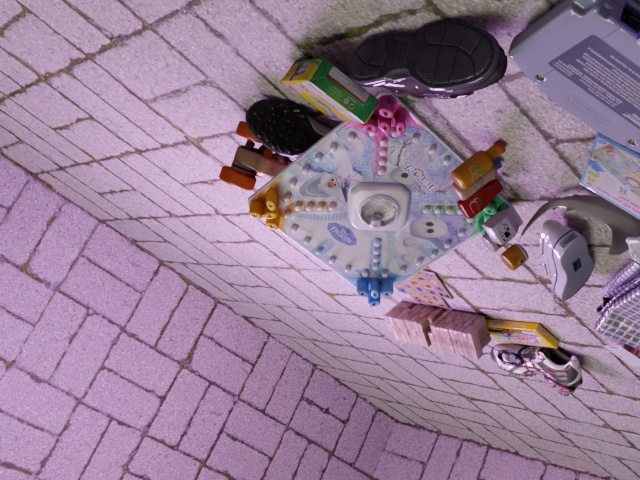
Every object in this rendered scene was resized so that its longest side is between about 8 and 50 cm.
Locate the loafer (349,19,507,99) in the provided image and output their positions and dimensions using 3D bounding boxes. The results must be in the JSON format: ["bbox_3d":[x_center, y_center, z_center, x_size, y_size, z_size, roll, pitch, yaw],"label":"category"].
[{"bbox_3d":[0.174,-0.270,1.197,0.095,0.109,0.302,19,177,-40],"label":"loafer"}]

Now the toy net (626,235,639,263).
[{"bbox_3d":[0.571,-0.043,1.238,0.122,0.045,0.232,12,143,5],"label":"toy net"}]

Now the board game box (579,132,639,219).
[{"bbox_3d":[0.484,-0.094,1.195,0.154,0.026,0.104,39,144,30],"label":"board game box"}]

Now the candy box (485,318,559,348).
[{"bbox_3d":[0.551,0.258,2.156,0.105,0.027,0.205,35,160,-29],"label":"candy box"}]

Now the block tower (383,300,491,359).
[{"bbox_3d":[0.345,0.258,2.277,0.335,0.097,0.091,9,127,50],"label":"block tower"}]

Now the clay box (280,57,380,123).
[{"bbox_3d":[0.010,-0.268,1.388,0.127,0.053,0.222,34,-179,-20],"label":"clay box"}]

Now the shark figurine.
[{"bbox_3d":[0.498,-0.024,1.364,0.278,0.116,0.166,17,158,21],"label":"shark figurine"}]

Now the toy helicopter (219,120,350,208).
[{"bbox_3d":[-0.038,-0.136,1.716,0.355,0.140,0.235,28,-170,40],"label":"toy helicopter"}]

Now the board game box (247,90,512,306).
[{"bbox_3d":[0.117,-0.057,1.550,0.390,0.050,0.390,37,125,-27],"label":"board game box"}]

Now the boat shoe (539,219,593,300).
[{"bbox_3d":[0.496,0.035,1.583,0.084,0.095,0.258,49,172,34],"label":"boat shoe"}]

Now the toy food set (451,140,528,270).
[{"bbox_3d":[0.328,-0.067,1.428,0.232,0.104,0.111,54,176,-17],"label":"toy food set"}]

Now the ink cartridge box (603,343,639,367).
[{"bbox_3d":[0.766,0.278,1.922,0.115,0.029,0.063,34,160,-16],"label":"ink cartridge box"}]

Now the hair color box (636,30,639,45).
[{"bbox_3d":[0.522,-0.238,0.779,0.185,0.110,0.338,35,161,-18],"label":"hair color box"}]

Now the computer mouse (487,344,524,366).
[{"bbox_3d":[0.490,0.294,2.246,0.242,0.041,0.071,31,135,37],"label":"computer mouse"}]

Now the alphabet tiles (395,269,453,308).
[{"bbox_3d":[0.279,0.129,2.210,0.198,0.009,0.237,12,157,36],"label":"alphabet tiles"}]

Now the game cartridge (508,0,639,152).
[{"bbox_3d":[0.415,-0.219,1.056,0.297,0.062,0.198,31,165,-12],"label":"game cartridge"}]

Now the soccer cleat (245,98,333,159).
[{"bbox_3d":[-0.009,-0.195,1.610,0.318,0.109,0.116,23,172,11],"label":"soccer cleat"}]

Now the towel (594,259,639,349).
[{"bbox_3d":[0.710,0.156,1.536,0.283,0.121,0.235,25,160,7],"label":"towel"}]

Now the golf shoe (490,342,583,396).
[{"bbox_3d":[0.615,0.334,2.205,0.272,0.105,0.120,17,133,33],"label":"golf shoe"}]
